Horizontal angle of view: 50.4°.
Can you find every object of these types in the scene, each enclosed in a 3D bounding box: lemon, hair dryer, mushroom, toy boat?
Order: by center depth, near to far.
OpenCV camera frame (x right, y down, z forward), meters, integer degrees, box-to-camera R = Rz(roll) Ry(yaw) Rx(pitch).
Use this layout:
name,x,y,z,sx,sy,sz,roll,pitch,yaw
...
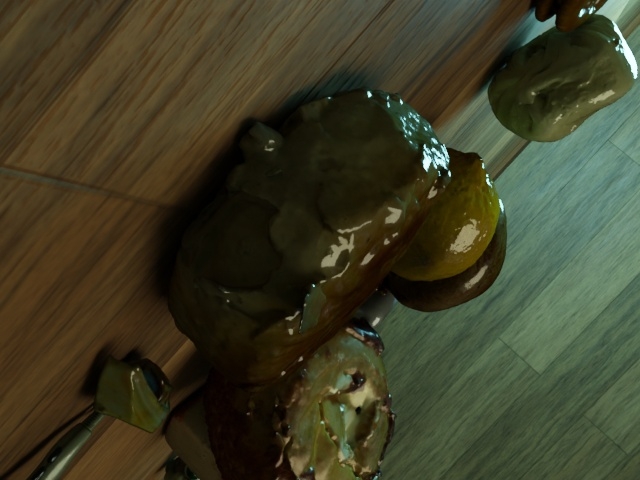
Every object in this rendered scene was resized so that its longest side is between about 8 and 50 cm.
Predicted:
name,x,y,z,sx,sy,sz,roll,pitch,yaw
hair dryer,-0.266,0.211,0.622,0.199,0.067,0.167,-55,166,-15
toy boat,-0.181,0.148,0.668,0.172,0.065,0.066,94,18,-69
lemon,0.165,-0.035,1.015,0.188,0.188,0.256,-38,165,-41
mushroom,0.196,0.014,1.217,0.283,0.263,0.195,-13,140,16

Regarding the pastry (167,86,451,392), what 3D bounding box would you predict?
name,x,y,z,sx,sy,sz,roll,pitch,yaw
pastry,0.000,0.000,0.629,0.329,0.136,0.329,-45,168,-12

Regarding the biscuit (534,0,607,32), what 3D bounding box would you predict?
name,x,y,z,sx,sy,sz,roll,pitch,yaw
biscuit,0.382,-0.383,0.919,0.220,0.066,0.220,-44,168,-12

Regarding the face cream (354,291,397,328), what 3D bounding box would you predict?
name,x,y,z,sx,sy,sz,roll,pitch,yaw
face cream,0.092,0.097,1.368,0.163,0.080,0.337,-9,-167,24

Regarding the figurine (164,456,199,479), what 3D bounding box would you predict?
name,x,y,z,sx,sy,sz,roll,pitch,yaw
figurine,-0.255,0.456,1.449,0.197,0.093,0.147,-56,-170,8

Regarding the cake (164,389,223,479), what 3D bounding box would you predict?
name,x,y,z,sx,sy,sz,roll,pitch,yaw
cake,-0.127,0.286,1.135,0.262,0.158,0.159,-46,171,-15

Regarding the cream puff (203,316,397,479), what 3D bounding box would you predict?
name,x,y,z,sx,sy,sz,roll,pitch,yaw
cream puff,-0.037,0.238,1.004,0.229,0.350,0.350,-1,-155,40

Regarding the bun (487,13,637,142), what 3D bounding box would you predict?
name,x,y,z,sx,sy,sz,roll,pitch,yaw
bun,0.366,-0.260,1.066,0.229,0.145,0.229,-32,-138,34
